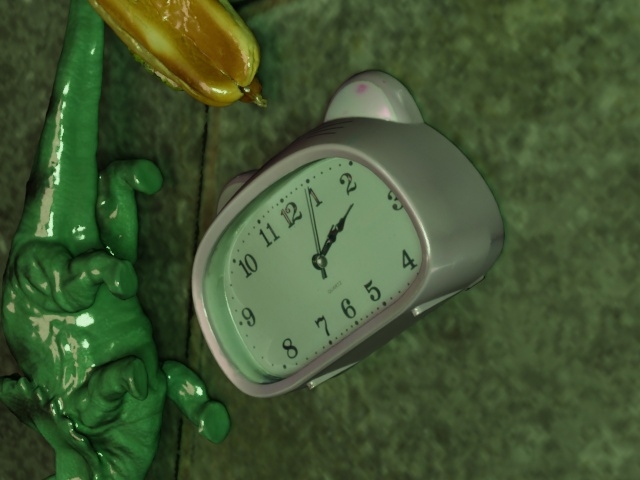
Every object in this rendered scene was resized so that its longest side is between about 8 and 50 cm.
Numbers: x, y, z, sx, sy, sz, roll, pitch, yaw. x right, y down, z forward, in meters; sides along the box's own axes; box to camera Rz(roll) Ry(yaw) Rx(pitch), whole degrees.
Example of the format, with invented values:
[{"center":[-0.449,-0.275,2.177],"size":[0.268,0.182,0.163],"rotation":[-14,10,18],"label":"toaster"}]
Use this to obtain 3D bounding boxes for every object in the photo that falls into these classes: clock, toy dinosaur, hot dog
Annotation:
[{"center":[0.000,0.000,0.749],"size":[0.152,0.050,0.110],"rotation":[-38,78,38],"label":"clock"},{"center":[-0.105,0.018,0.820],"size":[0.120,0.079,0.292],"rotation":[17,109,31],"label":"toy dinosaur"},{"center":[-0.071,-0.107,0.785],"size":[0.056,0.041,0.133],"rotation":[-47,71,14],"label":"hot dog"}]
